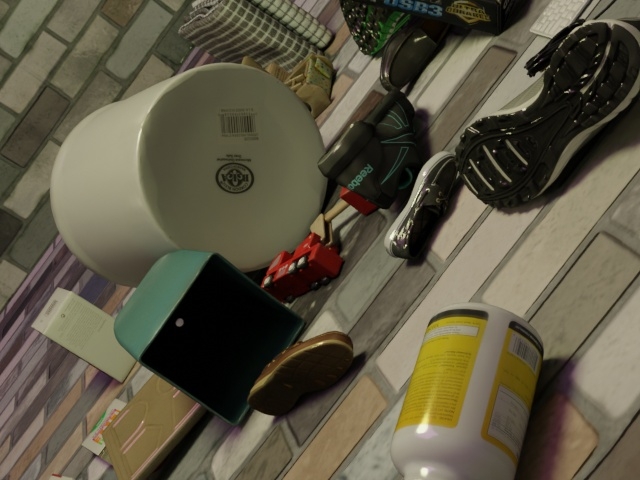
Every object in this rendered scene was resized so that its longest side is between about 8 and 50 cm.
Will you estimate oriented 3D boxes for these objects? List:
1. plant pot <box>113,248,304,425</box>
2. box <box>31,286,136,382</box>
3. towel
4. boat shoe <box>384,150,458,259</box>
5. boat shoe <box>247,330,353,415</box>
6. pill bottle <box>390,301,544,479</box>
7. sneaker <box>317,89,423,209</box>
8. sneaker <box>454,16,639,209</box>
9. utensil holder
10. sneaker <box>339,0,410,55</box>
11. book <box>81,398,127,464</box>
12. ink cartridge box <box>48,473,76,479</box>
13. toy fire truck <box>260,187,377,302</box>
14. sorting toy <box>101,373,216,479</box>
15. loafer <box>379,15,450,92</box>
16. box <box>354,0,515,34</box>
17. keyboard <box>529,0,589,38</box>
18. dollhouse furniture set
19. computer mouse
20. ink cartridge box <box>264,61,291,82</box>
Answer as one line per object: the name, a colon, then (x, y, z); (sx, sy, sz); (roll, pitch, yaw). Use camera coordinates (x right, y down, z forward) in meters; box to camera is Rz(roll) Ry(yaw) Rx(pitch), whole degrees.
plant pot: (-0.174, 0.115, 1.456); (0.165, 0.165, 0.234); (-56, 27, -12)
box: (-0.418, 0.169, 1.954); (0.091, 0.170, 0.130); (-58, 20, -13)
towel: (-0.138, -0.406, 2.147); (0.284, 0.235, 0.121); (-7, 57, 64)
boat shoe: (0.126, -0.038, 1.255); (0.040, 0.049, 0.142); (22, 78, 50)
boat shoe: (-0.024, 0.145, 1.268); (0.178, 0.064, 0.060); (-39, 27, 42)
pill bottle: (0.117, 0.150, 0.888); (0.103, 0.103, 0.184); (-29, 32, 51)
sneaker: (0.080, -0.114, 1.410); (0.101, 0.106, 0.267); (-49, 0, 31)
sneaker: (0.240, -0.123, 1.086); (0.108, 0.100, 0.271); (-28, -11, -44)
utensil holder: (-0.210, -0.089, 1.690); (0.385, 0.328, 0.327); (-6, 52, 61)
sneaker: (0.134, -0.398, 1.729); (0.146, 0.134, 0.343); (-23, 1, -22)
book: (-0.338, 0.310, 1.765); (0.096, 0.035, 0.144); (-57, 18, -16)
ink cartridge box: (-0.304, 0.370, 1.440); (0.099, 0.135, 0.056); (-14, 42, 60)
toy fire truck: (0.000, 0.000, 1.466); (0.192, 0.047, 0.135); (-30, 31, 50)
sorting toy: (-0.196, 0.219, 1.586); (0.307, 0.041, 0.229); (-48, 23, 0)
loafer: (0.143, -0.291, 1.585); (0.061, 0.062, 0.170); (-1, 57, 62)
box: (0.161, -0.445, 1.510); (0.293, 0.296, 0.073); (-64, -21, -23)
keyboard: (0.345, -0.347, 1.289); (0.256, 0.014, 0.072); (-53, 20, 5)
dollhouse furniture set: (-0.059, -0.314, 1.923); (0.101, 0.161, 0.182); (-41, 25, 32)
computer mouse: (0.311, -0.235, 1.086); (0.242, 0.041, 0.071); (-36, 9, 10)
ink cartridge box: (-0.141, -0.191, 2.021); (0.235, 0.088, 0.193); (-39, 27, 35)
